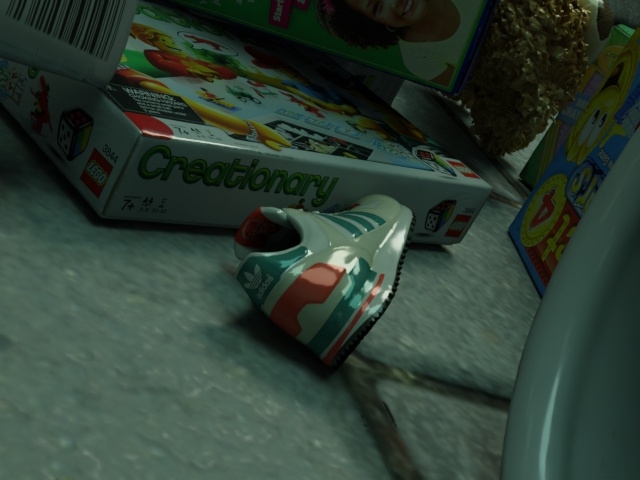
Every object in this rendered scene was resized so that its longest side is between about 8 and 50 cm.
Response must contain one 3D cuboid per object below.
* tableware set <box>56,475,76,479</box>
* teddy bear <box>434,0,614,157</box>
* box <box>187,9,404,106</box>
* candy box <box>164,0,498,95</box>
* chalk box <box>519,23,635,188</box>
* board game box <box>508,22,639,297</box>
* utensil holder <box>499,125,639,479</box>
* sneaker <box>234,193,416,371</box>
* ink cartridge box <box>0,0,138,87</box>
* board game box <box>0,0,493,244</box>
[{"bbox_3d":[-0.085,0.107,0.253,0.169,0.020,0.141,9,30,-46],"label":"tableware set"},{"bbox_3d":[0.177,-0.194,1.008,0.113,0.245,0.338,10,-6,-5],"label":"teddy bear"},{"bbox_3d":[-0.017,-0.205,0.931,0.203,0.114,0.103,38,22,23],"label":"box"},{"bbox_3d":[-0.023,-0.257,0.785,0.317,0.122,0.268,16,39,0],"label":"candy box"},{"bbox_3d":[0.304,-0.098,0.976,0.132,0.213,0.132,15,26,-36],"label":"chalk box"},{"bbox_3d":[0.258,-0.050,0.680,0.086,0.302,0.308,25,21,-14],"label":"board game box"},{"bbox_3d":[0.316,0.093,0.407,0.385,0.327,0.327,27,21,-14],"label":"utensil holder"},{"bbox_3d":[0.000,0.000,0.559,0.075,0.057,0.161,34,23,-6],"label":"sneaker"},{"bbox_3d":[-0.289,-0.159,0.393,0.385,0.091,0.308,15,3,9],"label":"ink cartridge box"},{"bbox_3d":[-0.052,-0.076,0.672,0.305,0.053,0.193,4,32,-50],"label":"board game box"}]
